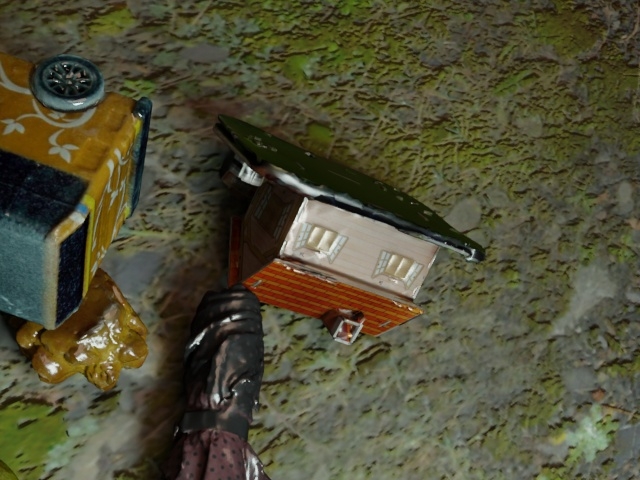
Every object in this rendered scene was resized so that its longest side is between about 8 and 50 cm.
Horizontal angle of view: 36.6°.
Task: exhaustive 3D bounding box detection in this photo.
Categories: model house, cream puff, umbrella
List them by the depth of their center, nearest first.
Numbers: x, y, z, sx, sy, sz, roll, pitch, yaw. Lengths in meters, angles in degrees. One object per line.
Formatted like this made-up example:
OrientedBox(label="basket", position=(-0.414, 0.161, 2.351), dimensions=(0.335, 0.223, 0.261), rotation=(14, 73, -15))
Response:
OrientedBox(label="cream puff", position=(-0.215, 0.082, 0.882), dimensions=(0.122, 0.094, 0.116), rotation=(2, 57, 7))
OrientedBox(label="umbrella", position=(-0.101, 0.194, 0.885), dimensions=(0.094, 0.090, 0.326), rotation=(33, 50, -38))
OrientedBox(label="model house", position=(0.001, 0.001, 1.035), dimensions=(0.294, 0.207, 0.154), rotation=(20, 102, -30))

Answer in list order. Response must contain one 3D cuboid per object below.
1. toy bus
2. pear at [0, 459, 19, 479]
OrientedBox(label="toy bus", position=(-0.326, -0.073, 0.810), dimensions=(0.324, 0.162, 0.194), rotation=(19, 52, -2))
OrientedBox(label="pear", position=(-0.278, 0.233, 0.760), dimensions=(0.107, 0.107, 0.131), rotation=(-9, 65, -33))
